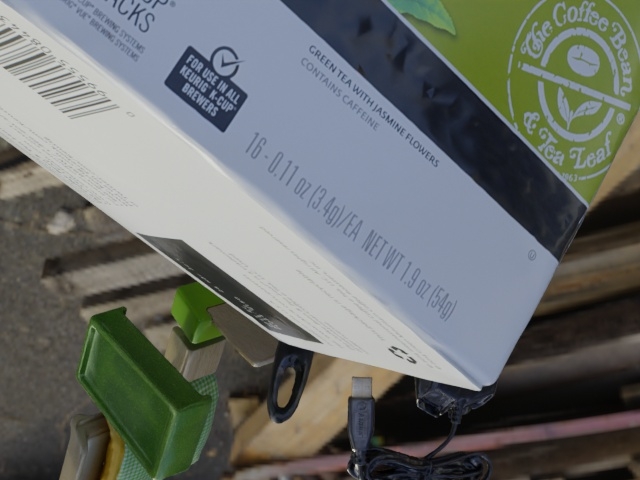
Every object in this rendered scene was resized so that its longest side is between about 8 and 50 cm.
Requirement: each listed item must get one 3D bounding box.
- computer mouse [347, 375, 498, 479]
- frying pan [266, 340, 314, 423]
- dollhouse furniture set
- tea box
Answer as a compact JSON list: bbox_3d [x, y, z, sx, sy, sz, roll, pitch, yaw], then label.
[{"bbox_3d":[0.095,0.109,1.063,0.184,0.060,0.262,3,99,-37],"label":"computer mouse"},{"bbox_3d":[0.029,-0.005,0.984,0.197,0.326,0.053,-5,156,-11],"label":"frying pan"},{"bbox_3d":[-0.151,0.210,1.214,0.198,0.151,0.301,-16,137,-43],"label":"dollhouse furniture set"},{"bbox_3d":[-0.003,-0.147,0.629,0.329,0.323,0.220,38,162,-28],"label":"tea box"}]
